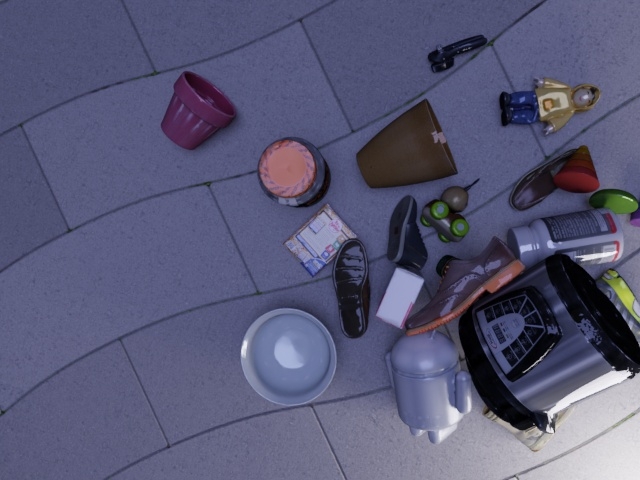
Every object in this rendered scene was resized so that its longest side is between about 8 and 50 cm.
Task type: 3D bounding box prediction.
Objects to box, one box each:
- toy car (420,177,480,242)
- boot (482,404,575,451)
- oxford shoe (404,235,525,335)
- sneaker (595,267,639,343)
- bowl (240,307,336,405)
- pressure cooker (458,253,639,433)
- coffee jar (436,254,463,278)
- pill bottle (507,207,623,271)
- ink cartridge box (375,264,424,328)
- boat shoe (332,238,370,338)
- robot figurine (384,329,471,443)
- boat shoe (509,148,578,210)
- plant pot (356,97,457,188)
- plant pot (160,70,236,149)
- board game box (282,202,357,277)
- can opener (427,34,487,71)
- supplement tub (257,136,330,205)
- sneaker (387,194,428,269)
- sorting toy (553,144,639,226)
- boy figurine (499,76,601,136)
[{"bbox_3d":[0.413,-0.104,1.596,0.149,0.155,0.188,41,82,3],"label":"toy car"},{"bbox_3d":[0.642,0.482,1.612,0.203,0.095,0.262,34,97,5],"label":"boot"},{"bbox_3d":[0.367,0.130,1.443,0.363,0.130,0.133,-36,78,5],"label":"oxford shoe"},{"bbox_3d":[0.904,0.235,1.582,0.121,0.111,0.300,-33,84,18],"label":"sneaker"},{"bbox_3d":[-0.091,0.350,1.657,0.297,0.134,0.298,0,92,6],"label":"bowl"},{"bbox_3d":[0.588,0.289,1.444,0.420,0.370,0.375,-40,90,30],"label":"pressure cooker"},{"bbox_3d":[0.404,0.094,1.575,0.096,0.184,0.079,32,94,4],"label":"coffee jar"},{"bbox_3d":[0.711,0.004,1.554,0.283,0.161,0.161,-10,91,6],"label":"pill bottle"},{"bbox_3d":[0.237,0.160,1.577,0.092,0.218,0.159,24,94,10],"label":"ink cartridge box"},{"bbox_3d":[0.100,0.145,1.651,0.110,0.104,0.307,3,93,14],"label":"boat shoe"},{"bbox_3d":[0.317,0.414,1.567,0.300,0.199,0.353,2,107,45],"label":"robot figurine"},{"bbox_3d":[0.681,-0.188,1.584,0.257,0.095,0.095,-42,87,5],"label":"boat shoe"},{"bbox_3d":[0.245,-0.260,1.579,0.254,0.237,0.237,-21,89,21],"label":"plant pot"},{"bbox_3d":[-0.393,-0.390,1.647,0.201,0.201,0.180,45,111,3],"label":"plant pot"},{"bbox_3d":[0.000,0.000,1.682,0.193,0.045,0.147,-42,87,5],"label":"board game box"},{"bbox_3d":[0.419,-0.588,1.627,0.186,0.073,0.059,-25,50,3],"label":"can opener"},{"bbox_3d":[-0.074,-0.194,1.548,0.193,0.316,0.194,0,92,6],"label":"supplement tub"},{"bbox_3d":[0.282,-0.023,1.648,0.118,0.083,0.222,21,75,-27],"label":"sneaker"},{"bbox_3d":[0.843,-0.166,1.538,0.365,0.127,0.126,24,74,-18],"label":"sorting toy"},{"bbox_3d":[0.689,-0.402,1.582,0.285,0.092,0.177,-4,89,9],"label":"boy figurine"}]
